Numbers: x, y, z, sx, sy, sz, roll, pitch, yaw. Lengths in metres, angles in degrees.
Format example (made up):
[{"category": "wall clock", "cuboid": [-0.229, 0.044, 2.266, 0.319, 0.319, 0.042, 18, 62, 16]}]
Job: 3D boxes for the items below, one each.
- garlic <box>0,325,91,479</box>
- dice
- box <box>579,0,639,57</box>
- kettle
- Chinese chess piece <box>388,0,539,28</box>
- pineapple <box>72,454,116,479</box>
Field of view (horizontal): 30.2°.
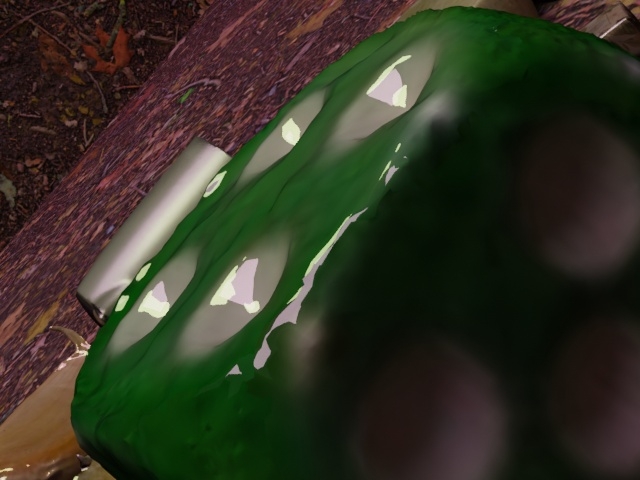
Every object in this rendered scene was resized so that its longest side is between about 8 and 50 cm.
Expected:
[{"category": "garlic", "cuboid": [-0.293, 0.217, 1.296, 0.145, 0.164, 0.245, -51, 3, 47]}, {"category": "dice", "cuboid": [0.067, 0.073, 0.626, 0.300, 0.287, 0.297, -53, 16, -18]}, {"category": "box", "cuboid": [0.258, -0.174, 1.111, 0.098, 0.045, 0.062, -40, 18, 20]}, {"category": "kettle", "cuboid": [-0.165, 0.029, 1.464, 0.255, 0.165, 0.240, -53, -10, -8]}, {"category": "Chinese chess piece", "cuboid": [0.134, -0.197, 1.338, 0.250, 0.101, 0.250, -40, 19, 17]}, {"category": "pineapple", "cuboid": [-0.131, 0.342, 0.750, 0.209, 0.286, 0.344, 21, 49, 22]}]
